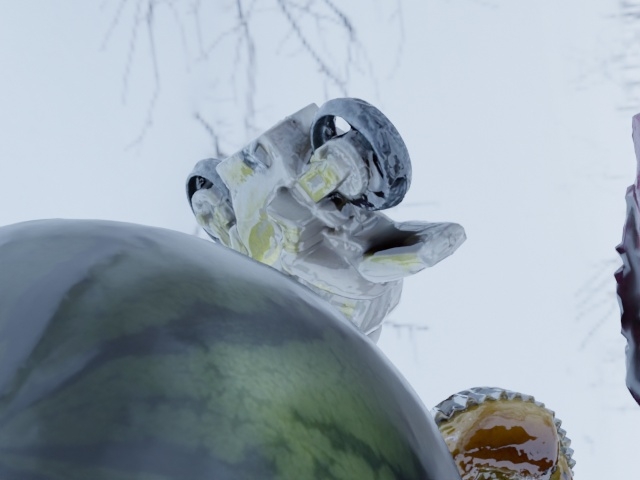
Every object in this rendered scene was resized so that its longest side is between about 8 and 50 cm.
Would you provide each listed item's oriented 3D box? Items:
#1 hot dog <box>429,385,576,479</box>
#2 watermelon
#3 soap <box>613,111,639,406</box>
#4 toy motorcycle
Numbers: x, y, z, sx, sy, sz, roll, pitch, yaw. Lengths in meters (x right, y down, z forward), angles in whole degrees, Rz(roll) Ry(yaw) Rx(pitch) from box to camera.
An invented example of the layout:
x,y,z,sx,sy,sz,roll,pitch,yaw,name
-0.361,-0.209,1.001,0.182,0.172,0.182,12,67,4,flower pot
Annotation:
x,y,z,sx,sy,sz,roll,pitch,yaw,name
0.050,0.190,0.741,0.131,0.252,0.069,39,6,-32,hot dog
-0.075,0.151,0.460,0.359,0.279,0.278,86,13,-51,watermelon
0.204,0.022,0.437,0.112,0.182,0.289,-121,-164,-58,soap
0.000,0.000,1.077,0.108,0.341,0.222,-34,96,-29,toy motorcycle
